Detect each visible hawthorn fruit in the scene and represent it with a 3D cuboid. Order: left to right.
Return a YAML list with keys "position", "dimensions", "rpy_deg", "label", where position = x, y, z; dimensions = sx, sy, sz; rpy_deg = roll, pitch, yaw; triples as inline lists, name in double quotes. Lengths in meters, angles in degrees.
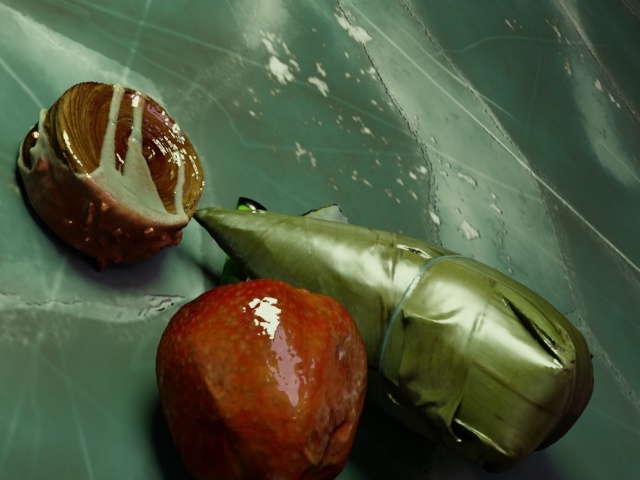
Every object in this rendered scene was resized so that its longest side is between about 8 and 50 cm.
- position: [-0.048, 0.119, 1.070]
  dimensions: [0.173, 0.173, 0.179]
  rpy_deg: [-7, 90, -52]
  label: "hawthorn fruit"

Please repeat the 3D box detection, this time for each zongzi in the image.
- position: [0.074, 0.075, 1.270]
  dimensions: [0.360, 0.160, 0.323]
  rpy_deg: [27, -2, 17]
  label: "zongzi"

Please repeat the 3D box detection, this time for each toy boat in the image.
- position: [0.000, 0.000, 1.350]
  dimensions: [0.115, 0.016, 0.063]
  rpy_deg: [-20, 74, -54]
  label: "toy boat"

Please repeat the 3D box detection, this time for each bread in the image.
- position: [-0.174, -0.056, 1.148]
  dimensions: [0.160, 0.073, 0.160]
  rpy_deg: [34, 36, -29]
  label: "bread"

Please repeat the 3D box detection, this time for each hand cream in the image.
- position: [-0.069, 0.002, 1.259]
  dimensions: [0.036, 0.023, 0.122]
  rpy_deg: [28, 37, -12]
  label: "hand cream"
